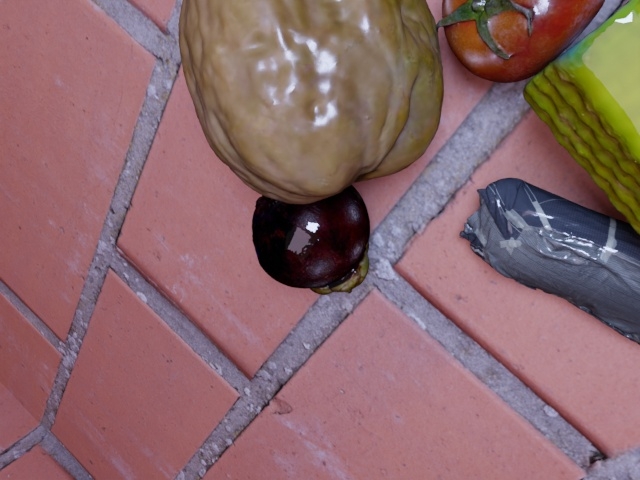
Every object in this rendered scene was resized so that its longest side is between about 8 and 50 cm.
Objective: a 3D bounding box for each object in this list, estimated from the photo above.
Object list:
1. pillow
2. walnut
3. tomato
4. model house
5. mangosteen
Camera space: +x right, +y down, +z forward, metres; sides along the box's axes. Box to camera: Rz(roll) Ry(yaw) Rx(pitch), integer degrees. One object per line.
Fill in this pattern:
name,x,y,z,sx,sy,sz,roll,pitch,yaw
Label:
pillow,0.339,0.035,0.654,0.335,0.093,0.161,27,152,17
walnut,-0.014,-0.223,0.625,0.306,0.306,0.344,-24,90,38
tomato,0.213,-0.255,0.561,0.167,0.167,0.167,14,119,26
model house,0.334,-0.114,0.470,0.215,0.303,0.237,-41,87,32
mangosteen,0.000,0.000,0.816,0.194,0.194,0.230,-20,128,37
